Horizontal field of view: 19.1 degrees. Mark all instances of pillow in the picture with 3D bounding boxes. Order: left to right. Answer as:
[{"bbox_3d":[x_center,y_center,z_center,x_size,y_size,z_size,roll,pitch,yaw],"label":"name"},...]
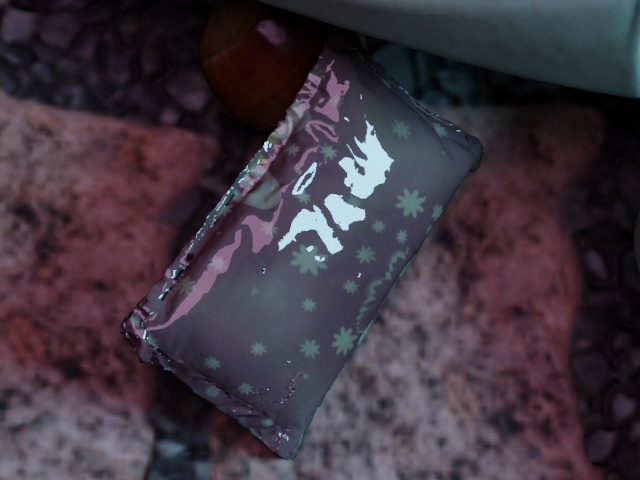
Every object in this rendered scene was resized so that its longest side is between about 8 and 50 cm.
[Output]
[{"bbox_3d":[0.000,0.000,0.858,0.118,0.043,0.185,41,72,-33],"label":"pillow"}]

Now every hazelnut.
[{"bbox_3d":[-0.016,-0.091,0.893,0.086,0.086,0.086,1,72,-2],"label":"hazelnut"}]

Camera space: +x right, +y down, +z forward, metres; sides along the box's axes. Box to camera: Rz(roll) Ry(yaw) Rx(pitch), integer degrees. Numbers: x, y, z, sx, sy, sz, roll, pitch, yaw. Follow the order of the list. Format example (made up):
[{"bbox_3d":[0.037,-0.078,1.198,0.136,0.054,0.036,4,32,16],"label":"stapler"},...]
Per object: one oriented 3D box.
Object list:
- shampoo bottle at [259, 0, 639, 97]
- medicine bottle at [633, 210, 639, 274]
[{"bbox_3d":[-0.004,-0.157,0.850,0.359,0.078,0.134,21,55,24],"label":"shampoo bottle"},{"bbox_3d":[0.247,0.026,0.839,0.179,0.124,0.324,-20,76,-9],"label":"medicine bottle"}]
